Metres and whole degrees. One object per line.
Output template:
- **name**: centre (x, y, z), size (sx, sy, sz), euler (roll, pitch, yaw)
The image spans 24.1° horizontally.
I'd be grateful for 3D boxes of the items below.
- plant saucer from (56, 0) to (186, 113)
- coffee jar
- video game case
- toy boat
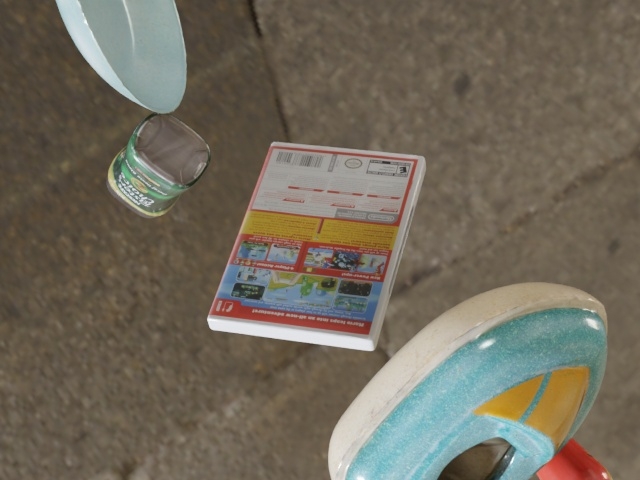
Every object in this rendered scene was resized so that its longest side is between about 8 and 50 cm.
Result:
- **plant saucer**: centre (-0.162, -0.184, 1.143), size (0.037, 0.195, 0.195), euler (-17, 142, 18)
- **coffee jar**: centre (-0.202, -0.088, 1.834), size (0.096, 0.184, 0.079), euler (37, 70, -7)
- **video game case**: centre (0.000, 0.000, 1.813), size (0.025, 0.204, 0.285), euler (78, 24, -50)
- **toy boat**: centre (0.174, 0.177, 1.267), size (0.267, 0.148, 0.318), euler (-46, 134, 8)
